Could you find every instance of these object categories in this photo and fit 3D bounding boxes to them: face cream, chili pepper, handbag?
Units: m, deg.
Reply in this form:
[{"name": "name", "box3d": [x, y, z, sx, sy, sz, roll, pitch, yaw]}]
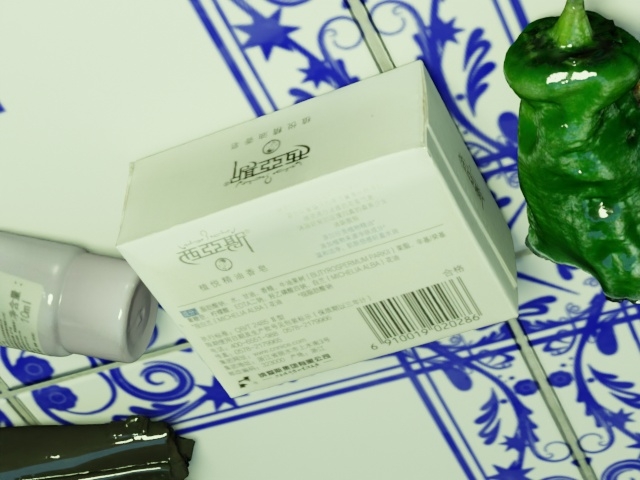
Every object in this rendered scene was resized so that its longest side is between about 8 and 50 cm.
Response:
[{"name": "face cream", "box3d": [-0.286, 0.044, 1.314, 0.274, 0.096, 0.154, 10, 137, 12]}, {"name": "chili pepper", "box3d": [0.205, -0.078, 1.144, 0.099, 0.136, 0.270, -31, 134, -12]}, {"name": "handbag", "box3d": [-0.235, 0.297, 1.523, 0.257, 0.113, 0.285, -11, 125, 5]}]

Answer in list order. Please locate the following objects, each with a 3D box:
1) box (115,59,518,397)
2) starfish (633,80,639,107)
[{"name": "box", "box3d": [0.000, -0.002, 1.222, 0.274, 0.116, 0.203, -18, 130, 19]}, {"name": "starfish", "box3d": [0.339, -0.122, 1.135, 0.209, 0.053, 0.150, -14, 135, 14]}]
